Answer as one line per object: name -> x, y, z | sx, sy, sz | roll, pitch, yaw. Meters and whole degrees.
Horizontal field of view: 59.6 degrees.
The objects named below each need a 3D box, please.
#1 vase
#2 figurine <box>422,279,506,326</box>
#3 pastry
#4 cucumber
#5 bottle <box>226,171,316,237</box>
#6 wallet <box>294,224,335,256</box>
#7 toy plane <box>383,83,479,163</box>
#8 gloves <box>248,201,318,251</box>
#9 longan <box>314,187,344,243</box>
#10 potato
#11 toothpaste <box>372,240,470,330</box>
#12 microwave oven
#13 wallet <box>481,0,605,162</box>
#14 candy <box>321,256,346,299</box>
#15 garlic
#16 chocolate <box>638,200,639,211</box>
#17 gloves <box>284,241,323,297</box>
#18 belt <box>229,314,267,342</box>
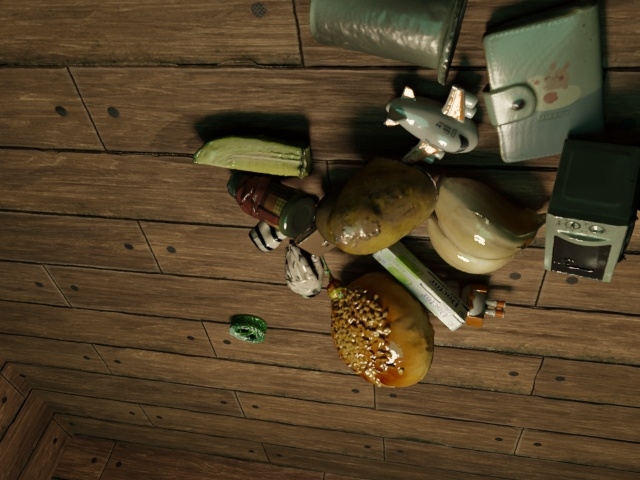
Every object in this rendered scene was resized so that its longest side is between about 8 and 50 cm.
vase -> 0.137, -0.454, 1.113 | 0.291, 0.245, 0.245 | 13, 138, 11
figurine -> 0.451, 0.198, 1.788 | 0.271, 0.143, 0.143 | 11, 138, 1
pastry -> 0.183, 0.298, 1.803 | 0.245, 0.409, 0.409 | -18, 147, -28
cucumber -> -0.180, -0.236, 1.523 | 0.325, 0.145, 0.105 | 6, 100, 13
bottle -> -0.145, -0.121, 1.580 | 0.271, 0.143, 0.156 | 29, -171, 32
wallet -> 0.000, 0.000, 1.712 | 0.118, 0.039, 0.153 | -37, 149, 13
toy plane -> 0.269, -0.277, 1.343 | 0.245, 0.117, 0.244 | 8, 136, 8
gloves -> -0.105, -0.057, 1.684 | 0.219, 0.131, 0.140 | -42, 163, 9
longan -> 0.075, -0.065, 1.588 | 0.187, 0.167, 0.167 | 16, 138, -5
potato -> 0.134, -0.072, 1.420 | 0.229, 0.266, 0.229 | 35, 152, 22
toothpaste -> 0.310, 0.128, 1.706 | 0.336, 0.081, 0.067 | 43, 129, 2
microwave oven -> 0.643, -0.063, 1.318 | 0.181, 0.237, 0.295 | 13, 158, 26
wallet -> 0.496, -0.334, 1.247 | 0.252, 0.083, 0.360 | -12, 130, 19
candy -> 0.025, 0.095, 1.772 | 0.060, 0.201, 0.060 | -19, 153, -10
garlic -> 0.425, -0.038, 1.512 | 0.313, 0.249, 0.286 | 15, 178, -12
chocolate -> 0.830, -0.170, 1.314 | 0.177, 0.206, 0.224 | -42, 137, -6
gloves -> -0.059, 0.100, 1.852 | 0.127, 0.111, 0.212 | 0, 144, 23
belt -> -0.289, 0.357, 2.207 | 0.151, 0.079, 0.121 | 13, 138, 3
